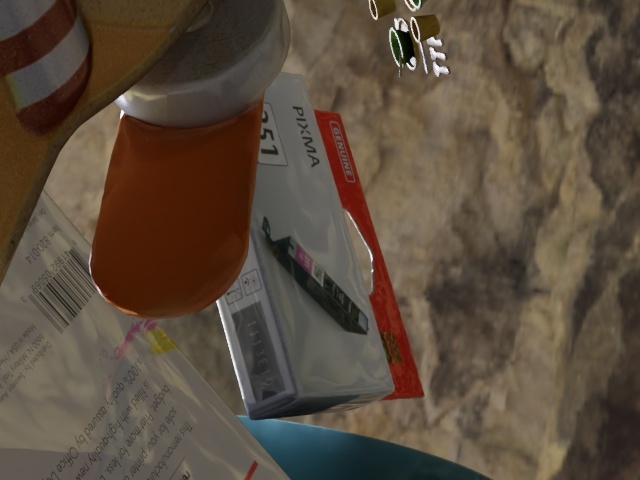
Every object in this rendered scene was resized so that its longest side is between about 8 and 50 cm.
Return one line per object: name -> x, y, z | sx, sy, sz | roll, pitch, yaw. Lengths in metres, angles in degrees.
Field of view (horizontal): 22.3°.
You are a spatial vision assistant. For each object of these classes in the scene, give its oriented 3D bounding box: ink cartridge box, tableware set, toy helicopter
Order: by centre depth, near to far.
toy helicopter -> -0.086, -0.041, 0.436 | 0.140, 0.235, 0.355 | 20, -94, 23
ink cartridge box -> -0.142, 0.144, 0.883 | 0.119, 0.207, 0.353 | -32, -76, 32
ink cartridge box -> 0.000, 0.000, 1.302 | 0.060, 0.239, 0.275 | -26, -106, 35
tableware set -> 0.071, -0.190, 1.383 | 0.024, 0.154, 0.104 | -16, -77, -9

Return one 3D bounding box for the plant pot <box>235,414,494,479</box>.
plant pot -> -0.022, 0.273, 1.161 | 0.293, 0.293, 0.235 | 11, -86, 6
